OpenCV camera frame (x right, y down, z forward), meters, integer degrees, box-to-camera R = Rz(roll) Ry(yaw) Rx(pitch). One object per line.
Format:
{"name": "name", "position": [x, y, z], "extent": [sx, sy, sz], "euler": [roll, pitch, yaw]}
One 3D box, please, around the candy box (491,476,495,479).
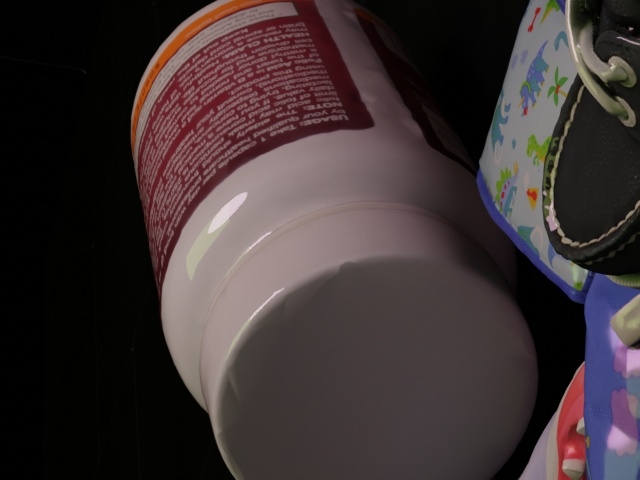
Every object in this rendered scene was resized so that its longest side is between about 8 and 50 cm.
{"name": "candy box", "position": [0.082, 0.241, 1.111], "extent": [0.105, 0.027, 0.206], "euler": [133, 142, -61]}

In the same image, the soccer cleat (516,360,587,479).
{"name": "soccer cleat", "position": [0.136, 0.123, 0.910], "extent": [0.095, 0.083, 0.248], "euler": [-57, -9, -37]}

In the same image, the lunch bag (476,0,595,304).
{"name": "lunch bag", "position": [0.143, -0.053, 0.902], "extent": [0.151, 0.096, 0.129], "euler": [-93, 16, -67]}

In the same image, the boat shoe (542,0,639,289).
{"name": "boat shoe", "position": [0.127, -0.089, 0.568], "extent": [0.302, 0.091, 0.114], "euler": [115, 147, -45]}

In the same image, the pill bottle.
{"name": "pill bottle", "position": [0.000, 0.000, 1.161], "extent": [0.392, 0.224, 0.224], "euler": [-109, 31, -61]}

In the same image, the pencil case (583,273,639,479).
{"name": "pencil case", "position": [0.153, 0.117, 0.720], "extent": [0.119, 0.133, 0.306], "euler": [8, 92, 34]}
